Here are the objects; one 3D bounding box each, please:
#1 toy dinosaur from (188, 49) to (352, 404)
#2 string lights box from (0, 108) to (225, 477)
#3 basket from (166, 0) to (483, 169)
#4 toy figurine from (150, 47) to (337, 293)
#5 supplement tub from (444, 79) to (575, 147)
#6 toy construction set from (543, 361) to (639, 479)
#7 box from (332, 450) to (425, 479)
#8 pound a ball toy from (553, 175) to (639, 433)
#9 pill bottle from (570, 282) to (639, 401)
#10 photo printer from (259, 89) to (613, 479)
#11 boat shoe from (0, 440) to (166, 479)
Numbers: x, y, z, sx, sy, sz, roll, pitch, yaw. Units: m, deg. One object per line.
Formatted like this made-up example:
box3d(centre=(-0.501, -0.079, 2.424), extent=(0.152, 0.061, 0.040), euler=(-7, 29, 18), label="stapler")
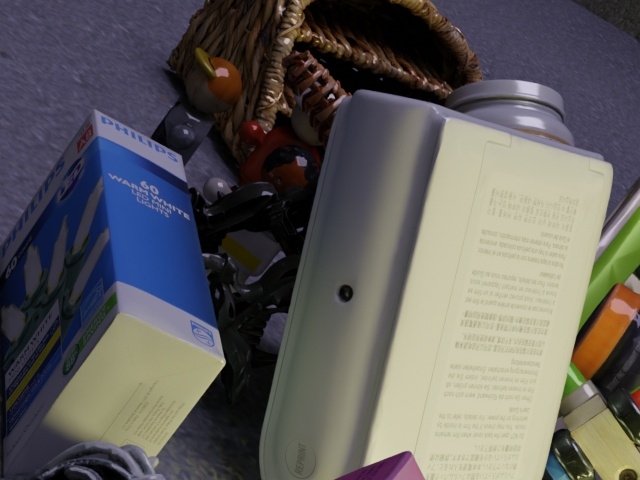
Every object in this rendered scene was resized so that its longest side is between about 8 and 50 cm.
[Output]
box3d(centre=(0.000, 0.000, 1.255), extent=(0.164, 0.218, 0.322), euler=(-134, -152, -67), label="toy dinosaur")
box3d(centre=(-0.139, 0.039, 1.069), extent=(0.077, 0.133, 0.260), euler=(28, 21, -25), label="string lights box")
box3d(centre=(0.038, -0.160, 1.714), extent=(0.299, 0.213, 0.223), euler=(19, 26, -43), label="basket")
box3d(centre=(-0.034, -0.054, 1.445), extent=(0.209, 0.148, 0.213), euler=(17, 28, -46), label="toy figurine")
box3d(centre=(0.183, -0.046, 1.682), extent=(0.144, 0.144, 0.200), euler=(20, 65, -42), label="supplement tub")
box3d(centre=(0.247, 0.206, 1.320), extent=(0.327, 0.151, 0.215), euler=(40, 4, 9), label="toy construction set")
box3d(centre=(0.020, 0.252, 0.762), extent=(0.243, 0.117, 0.213), euler=(64, 20, -1), label="box")
box3d(centre=(0.300, 0.104, 1.562), extent=(0.208, 0.319, 0.136), euler=(39, -23, 4), label="pound a ball toy")
box3d(centre=(0.327, 0.136, 1.407), extent=(0.245, 0.130, 0.130), euler=(33, 19, 6), label="pill bottle")
box3d(centre=(0.082, 0.067, 1.168), extent=(0.107, 0.307, 0.256), euler=(15, 4, 38), label="photo printer")
box3d(centre=(-0.120, 0.158, 0.873), extent=(0.113, 0.105, 0.306), euler=(49, 22, 28), label="boat shoe")
